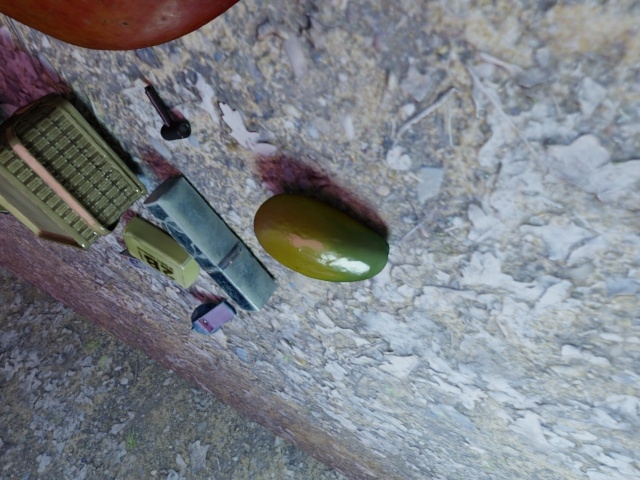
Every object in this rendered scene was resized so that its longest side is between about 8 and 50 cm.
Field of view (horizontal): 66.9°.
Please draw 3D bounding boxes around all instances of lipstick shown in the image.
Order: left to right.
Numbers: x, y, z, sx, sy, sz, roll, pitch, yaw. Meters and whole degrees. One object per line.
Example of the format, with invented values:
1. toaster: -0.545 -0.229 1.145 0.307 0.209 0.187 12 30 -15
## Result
1. lipstick: -0.197 0.011 0.891 0.077 0.076 0.290 -1 133 49

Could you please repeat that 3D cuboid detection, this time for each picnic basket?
1. picnic basket: -0.492 -0.124 0.898 0.312 0.175 0.228 7 142 46

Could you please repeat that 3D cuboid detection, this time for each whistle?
1. whistle: -0.281 0.195 1.261 0.157 0.090 0.090 -35 114 18

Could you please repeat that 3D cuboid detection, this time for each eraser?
1. eraser: -0.360 0.028 1.099 0.172 0.058 0.117 30 150 8

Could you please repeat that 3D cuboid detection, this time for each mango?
1. mango: 0.000 0.000 0.669 0.194 0.092 0.130 13 143 18

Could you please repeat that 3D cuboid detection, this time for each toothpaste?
1. toothpaste: -0.434 0.054 1.232 0.196 0.040 0.047 10 139 36

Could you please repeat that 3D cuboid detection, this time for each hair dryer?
1. hair dryer: -0.221 -0.182 0.688 0.047 0.026 0.083 3 130 40

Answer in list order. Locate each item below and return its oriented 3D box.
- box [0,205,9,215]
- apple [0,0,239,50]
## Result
1. box: -0.907 -0.216 1.043 0.372 0.139 0.420 6 155 -16
2. apple: -0.196 -0.319 0.363 0.364 0.295 0.329 -9 92 50
